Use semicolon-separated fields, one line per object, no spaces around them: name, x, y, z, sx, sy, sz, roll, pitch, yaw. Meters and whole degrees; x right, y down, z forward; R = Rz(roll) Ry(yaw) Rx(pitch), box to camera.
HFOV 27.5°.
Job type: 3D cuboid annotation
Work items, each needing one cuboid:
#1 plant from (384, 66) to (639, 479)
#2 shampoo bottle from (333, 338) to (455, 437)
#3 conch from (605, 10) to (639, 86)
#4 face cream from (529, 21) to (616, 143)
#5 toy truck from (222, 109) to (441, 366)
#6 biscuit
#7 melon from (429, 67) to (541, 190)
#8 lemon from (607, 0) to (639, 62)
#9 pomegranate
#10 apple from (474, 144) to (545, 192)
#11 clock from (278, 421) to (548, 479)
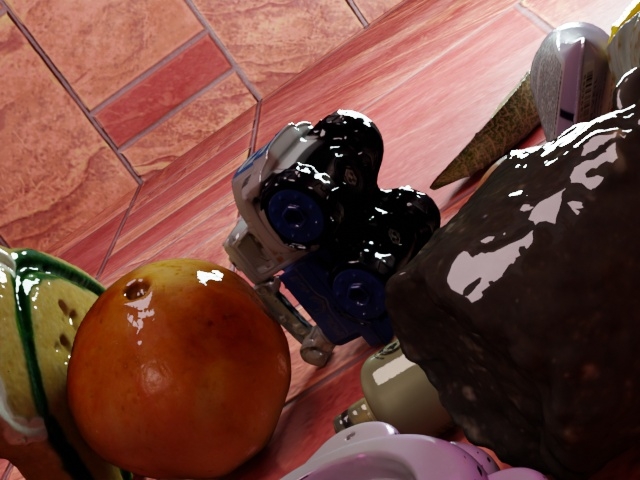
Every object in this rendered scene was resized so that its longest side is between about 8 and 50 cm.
plant;0.187;0.008;0.812;0.276;0.199;0.188;-38;9;-14
shampoo bottle;0.081;0.106;0.981;0.162;0.079;0.079;-33;15;13
conch;0.327;-0.129;1.049;0.172;0.200;0.131;-44;42;50
face cream;0.257;-0.153;1.318;0.096;0.154;0.274;8;22;9
toy truck;0.000;0.000;1.240;0.177;0.213;0.161;-31;13;36
biscuit;-0.238;0.145;1.246;0.057;0.287;0.344;-23;-24;16
melon;0.194;-0.122;1.493;0.098;0.054;0.182;-28;15;50
lemon;0.342;-0.195;1.245;0.155;0.114;0.114;-46;12;12
pomegranate;-0.129;0.120;1.184;0.209;0.209;0.209;-34;15;10
apple;0.179;-0.016;1.053;0.126;0.126;0.102;-31;-1;18
clock;0.023;0.207;0.783;0.227;0.090;0.248;-44;18;-25
